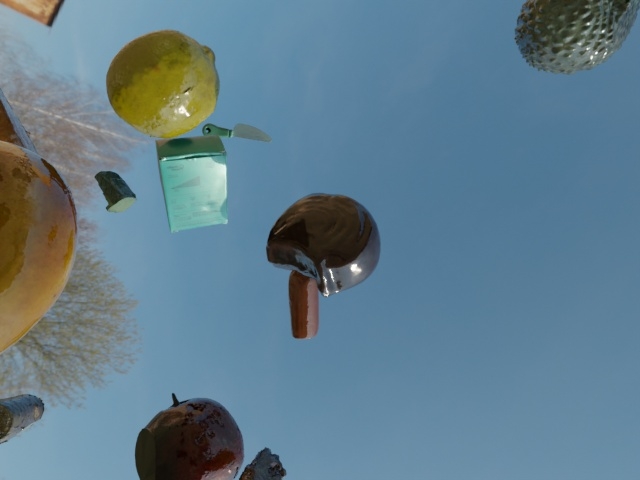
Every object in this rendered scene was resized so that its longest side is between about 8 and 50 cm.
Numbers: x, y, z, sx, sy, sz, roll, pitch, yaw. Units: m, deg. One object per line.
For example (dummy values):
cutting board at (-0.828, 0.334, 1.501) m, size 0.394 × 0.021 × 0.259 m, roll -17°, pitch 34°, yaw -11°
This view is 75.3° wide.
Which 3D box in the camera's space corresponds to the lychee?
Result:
lychee at (0.581, -0.516, 0.949) m, size 0.274 × 0.255 × 0.255 m, roll 35°, pitch -75°, yaw 64°

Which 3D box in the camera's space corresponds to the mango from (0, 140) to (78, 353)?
mango at (-0.319, 0.007, 0.394) m, size 0.126 × 0.153 × 0.252 m, roll 111°, pitch -30°, yaw -43°

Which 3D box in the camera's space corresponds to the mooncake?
mooncake at (0.000, 0.000, 1.217) m, size 0.333 × 0.174 × 0.326 m, roll -20°, pitch -135°, yaw -4°

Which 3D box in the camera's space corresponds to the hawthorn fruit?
hawthorn fruit at (-0.374, 0.608, 1.186) m, size 0.315 × 0.316 × 0.316 m, roll -10°, pitch -106°, yaw 40°

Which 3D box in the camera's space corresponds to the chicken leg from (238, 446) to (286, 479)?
chicken leg at (-0.140, 0.643, 1.027) m, size 0.083 × 0.322 × 0.177 m, roll -44°, pitch -97°, yaw 6°

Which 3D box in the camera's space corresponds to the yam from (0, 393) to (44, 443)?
yam at (-0.918, 0.518, 1.204) m, size 0.238 × 0.128 × 0.129 m, roll 133°, pitch -24°, yaw -68°

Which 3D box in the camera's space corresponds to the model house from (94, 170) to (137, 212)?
model house at (-0.476, -0.114, 0.955) m, size 0.066 × 0.079 × 0.083 m, roll -35°, pitch -88°, yaw 5°

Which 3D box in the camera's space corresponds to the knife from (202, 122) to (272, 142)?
knife at (-0.312, -0.409, 1.567) m, size 0.034 × 0.260 × 0.063 m, roll -153°, pitch -115°, yaw -72°

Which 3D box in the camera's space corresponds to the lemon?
lemon at (-0.398, -0.398, 1.067) m, size 0.260 × 0.283 × 0.261 m, roll 162°, pitch -90°, yaw -78°

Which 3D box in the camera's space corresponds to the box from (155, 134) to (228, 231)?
box at (-0.414, -0.185, 1.361) m, size 0.311 × 0.205 × 0.118 m, roll 101°, pitch -32°, yaw -46°

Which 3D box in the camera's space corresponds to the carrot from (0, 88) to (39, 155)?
carrot at (-0.717, -0.214, 0.965) m, size 0.258 × 0.100 × 0.307 m, roll 10°, pitch -51°, yaw 62°

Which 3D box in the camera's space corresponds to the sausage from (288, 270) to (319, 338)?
sausage at (-0.058, 0.210, 1.440) m, size 0.113 × 0.113 × 0.259 m, roll 13°, pitch -68°, yaw 42°
